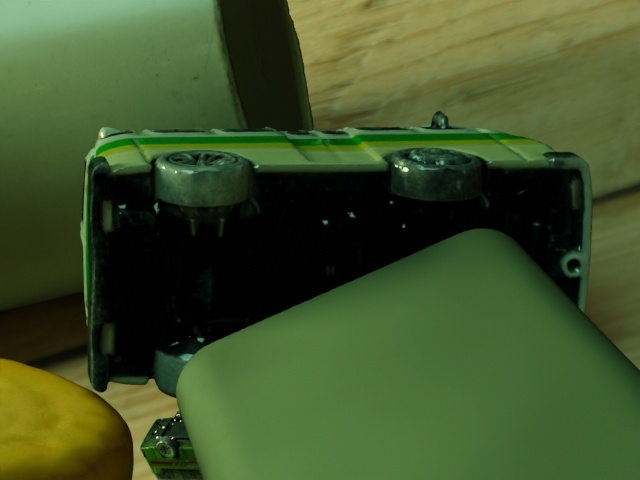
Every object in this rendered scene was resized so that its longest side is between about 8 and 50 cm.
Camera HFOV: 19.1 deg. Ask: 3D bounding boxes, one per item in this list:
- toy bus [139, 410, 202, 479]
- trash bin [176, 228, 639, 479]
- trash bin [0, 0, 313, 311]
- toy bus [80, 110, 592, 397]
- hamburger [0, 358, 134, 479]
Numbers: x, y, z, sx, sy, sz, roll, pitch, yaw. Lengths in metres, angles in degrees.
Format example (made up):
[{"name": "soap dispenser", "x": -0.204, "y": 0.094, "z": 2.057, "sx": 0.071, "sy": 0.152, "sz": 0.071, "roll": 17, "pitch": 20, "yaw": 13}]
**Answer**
[{"name": "toy bus", "x": -0.061, "y": 0.120, "z": 1.089, "sx": 0.083, "sy": 0.037, "sz": 0.031, "roll": -1, "pitch": 36, "yaw": 27}, {"name": "trash bin", "x": 0.072, "y": 0.144, "z": 0.865, "sx": 0.223, "sy": 0.158, "sz": 0.343, "roll": -23, "pitch": 31, "yaw": -4}, {"name": "trash bin", "x": -0.239, "y": -0.079, "z": 1.273, "sx": 0.432, "sy": 0.280, "sz": 0.280, "roll": -10, "pitch": 33, "yaw": 11}, {"name": "toy bus", "x": 0.000, "y": 0.000, "z": 1.078, "sx": 0.276, "sy": 0.133, "sz": 0.165, "roll": -1, "pitch": 16, "yaw": -13}, {"name": "hamburger", "x": -0.214, "y": 0.160, "z": 0.972, "sx": 0.246, "sy": 0.170, "sz": 0.246, "roll": 5, "pitch": 11, "yaw": -1}]
